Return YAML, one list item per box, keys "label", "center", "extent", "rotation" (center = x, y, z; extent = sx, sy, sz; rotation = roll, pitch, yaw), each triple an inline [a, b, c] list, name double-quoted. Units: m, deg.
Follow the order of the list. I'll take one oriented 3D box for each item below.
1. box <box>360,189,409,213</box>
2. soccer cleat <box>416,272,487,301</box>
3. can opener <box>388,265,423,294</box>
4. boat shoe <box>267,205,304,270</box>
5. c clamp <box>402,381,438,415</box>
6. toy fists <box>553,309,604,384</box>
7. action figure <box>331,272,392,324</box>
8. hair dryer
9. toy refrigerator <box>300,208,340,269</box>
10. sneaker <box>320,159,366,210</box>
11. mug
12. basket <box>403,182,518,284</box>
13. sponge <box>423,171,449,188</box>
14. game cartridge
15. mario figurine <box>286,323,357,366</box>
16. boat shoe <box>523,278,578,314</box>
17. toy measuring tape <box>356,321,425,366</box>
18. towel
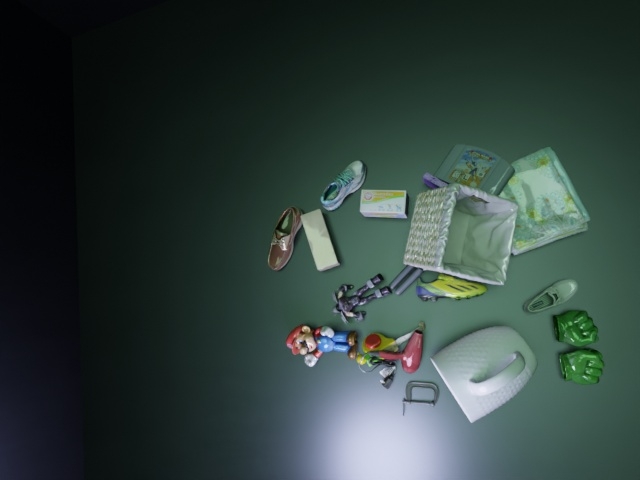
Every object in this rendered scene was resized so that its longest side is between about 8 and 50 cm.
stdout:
- label: "box"
  center: [0.288, -0.165, 1.900]
  extent: [0.202, 0.114, 0.103]
  rotation: [3, 83, 19]
- label: "soccer cleat"
  center: [0.550, 0.192, 1.781]
  extent: [0.288, 0.093, 0.121]
  rotation: [-5, 75, 16]
- label: "can opener"
  center: [0.417, 0.123, 1.842]
  extent: [0.074, 0.093, 0.280]
  rotation: [45, 104, 16]
- label: "boat shoe"
  center: [-0.186, -0.016, 2.022]
  extent: [0.123, 0.116, 0.325]
  rotation: [18, 88, 19]
- label: "c clamp"
  center: [0.423, 0.670, 1.790]
  extent: [0.160, 0.022, 0.137]
  rotation: [-8, 75, 17]
- label: "toy fists"
  center: [0.995, 0.408, 1.611]
  extent: [0.142, 0.096, 0.280]
  rotation: [-7, 79, 15]
- label: "action figure"
  center: [0.171, 0.261, 1.889]
  extent: [0.284, 0.099, 0.186]
  rotation: [-30, 82, 15]
- label: "hair dryer"
  center: [0.325, 0.489, 1.757]
  extent: [0.293, 0.224, 0.080]
  rotation: [-43, 30, 0]
- label: "toy refrigerator"
  center: [0.000, 0.000, 1.978]
  extent: [0.102, 0.094, 0.270]
  rotation: [-20, 77, 6]
- label: "sneaker"
  center: [0.107, -0.261, 1.965]
  extent: [0.110, 0.122, 0.283]
  rotation: [40, 95, 18]
- label: "mug"
  center: [0.629, 0.480, 1.569]
  extent: [0.327, 0.374, 0.276]
  rotation: [-32, 79, 3]
- label: "basket"
  center: [0.539, -0.024, 1.648]
  extent: [0.327, 0.266, 0.332]
  rotation: [13, 88, -22]
- label: "sponge"
  center: [0.542, -0.222, 1.828]
  extent: [0.210, 0.117, 0.031]
  rotation: [35, 94, 18]
- label: "game cartridge"
  center: [0.650, -0.296, 1.789]
  extent: [0.297, 0.062, 0.198]
  rotation: [35, 98, 40]
- label: "mario figurine"
  center: [-0.003, 0.472, 1.872]
  extent: [0.320, 0.170, 0.198]
  rotation: [0, 84, 15]
- label: "boat shoe"
  center: [0.921, 0.228, 1.669]
  extent: [0.226, 0.076, 0.083]
  rotation: [-37, 74, 9]
- label: "toy measuring tape"
  center: [0.292, 0.428, 1.832]
  extent: [0.330, 0.121, 0.121]
  rotation: [-31, 74, -7]
- label: "towel"
  center: [0.868, -0.159, 1.735]
  extent: [0.320, 0.090, 0.375]
  rotation: [-23, 76, 12]
